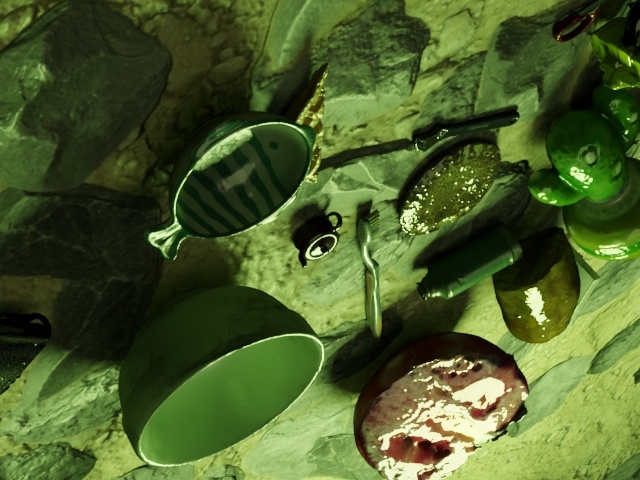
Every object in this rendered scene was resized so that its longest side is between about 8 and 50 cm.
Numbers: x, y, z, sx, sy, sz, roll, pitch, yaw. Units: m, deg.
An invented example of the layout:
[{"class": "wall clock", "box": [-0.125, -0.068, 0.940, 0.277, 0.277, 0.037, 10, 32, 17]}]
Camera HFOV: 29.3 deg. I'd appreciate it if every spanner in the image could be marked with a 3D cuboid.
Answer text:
[{"class": "spanner", "box": [0.220, -0.166, 1.837, 0.208, 0.012, 0.046, -15, 144, -33]}]

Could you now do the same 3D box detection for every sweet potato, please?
[{"class": "sweet potato", "box": [0.402, 0.102, 2.256, 0.157, 0.158, 0.370, -33, 149, -5]}]

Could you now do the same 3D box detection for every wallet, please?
[{"class": "wallet", "box": [-0.495, 0.173, 1.539, 0.262, 0.071, 0.221, -46, 153, 22]}]

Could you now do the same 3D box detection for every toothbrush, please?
[{"class": "toothbrush", "box": [0.085, 0.067, 2.004, 0.037, 0.028, 0.375, -34, 150, -18]}]

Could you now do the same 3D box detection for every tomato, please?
[{"class": "tomato", "box": [0.201, 0.278, 2.283, 0.335, 0.176, 0.289, -44, 128, 13]}]

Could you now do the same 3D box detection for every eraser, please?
[{"class": "eraser", "box": [0.469, 0.088, 2.348, 0.023, 0.104, 0.150, -15, 144, -34]}]

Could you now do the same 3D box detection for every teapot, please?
[{"class": "teapot", "box": [0.000, 0.000, 1.809, 0.100, 0.045, 0.068, -49, 149, 22]}]

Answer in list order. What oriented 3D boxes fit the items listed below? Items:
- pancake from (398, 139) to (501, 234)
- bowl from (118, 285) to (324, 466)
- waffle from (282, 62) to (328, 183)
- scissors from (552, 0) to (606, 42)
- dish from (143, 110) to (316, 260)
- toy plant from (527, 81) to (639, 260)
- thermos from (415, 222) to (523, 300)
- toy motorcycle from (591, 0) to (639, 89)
[{"class": "pancake", "box": [0.204, -0.081, 1.928, 0.199, 0.021, 0.199, -26, 148, -18]}, {"class": "bowl", "box": [-0.161, 0.180, 1.777, 0.307, 0.163, 0.307, -27, 149, -18]}, {"class": "waffle", "box": [-0.001, -0.154, 1.607, 0.125, 0.032, 0.191, 3, 133, -46]}, {"class": "scissors", "box": [0.444, -0.377, 1.771, 0.247, 0.017, 0.144, -26, 149, -21]}, {"class": "dish", "box": [-0.124, -0.087, 1.530, 0.246, 0.078, 0.224, -37, 149, 0]}, {"class": "toy plant", "box": [0.457, -0.111, 2.037, 0.224, 0.184, 0.316, -41, 134, -2]}, {"class": "thermos", "box": [0.248, 0.041, 2.103, 0.187, 0.083, 0.073, -28, 127, -11]}, {"class": "toy motorcycle", "box": [0.553, -0.314, 1.853, 0.342, 0.142, 0.206, -23, 130, -32]}]
